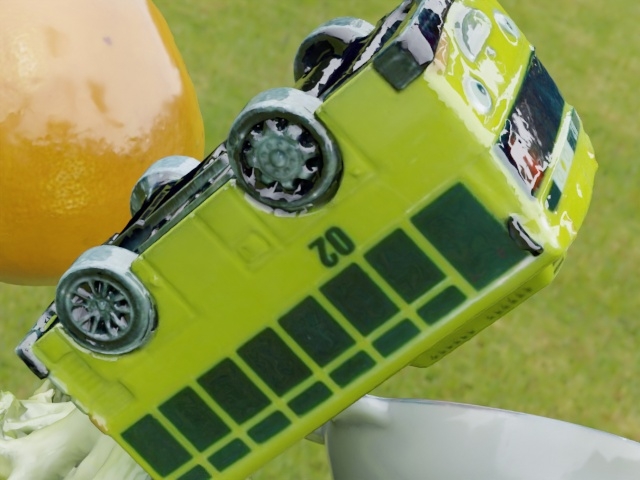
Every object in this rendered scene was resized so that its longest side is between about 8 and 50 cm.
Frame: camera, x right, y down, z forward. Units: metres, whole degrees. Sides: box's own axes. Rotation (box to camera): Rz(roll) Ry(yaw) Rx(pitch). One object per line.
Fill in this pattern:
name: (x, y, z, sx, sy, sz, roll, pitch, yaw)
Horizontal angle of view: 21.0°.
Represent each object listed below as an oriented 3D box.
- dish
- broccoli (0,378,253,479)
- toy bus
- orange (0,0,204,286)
dish: (0.091, 0.153, 0.934, 0.236, 0.228, 0.086, 15, 75, -8)
broccoli: (-0.129, 0.152, 0.990, 0.248, 0.246, 0.288, 6, 27, -28)
toy bus: (0.000, 0.000, 0.802, 0.150, 0.262, 0.128, 47, 30, -10)
orange: (-0.257, -0.106, 1.580, 0.312, 0.312, 0.312, 16, 33, -10)
